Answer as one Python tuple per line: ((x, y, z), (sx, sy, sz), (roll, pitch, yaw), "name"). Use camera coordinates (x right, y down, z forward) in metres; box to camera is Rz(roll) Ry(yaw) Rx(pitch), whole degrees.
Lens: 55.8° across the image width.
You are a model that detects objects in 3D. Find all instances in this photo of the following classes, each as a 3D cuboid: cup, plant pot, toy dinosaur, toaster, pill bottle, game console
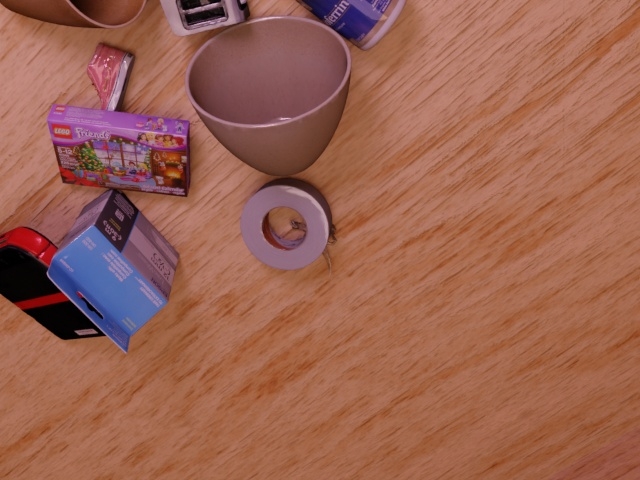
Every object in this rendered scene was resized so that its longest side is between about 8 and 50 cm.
((-0.092, -0.276, 1.280), (0.331, 0.331, 0.237), (-9, 145, 1), "cup")
((-0.501, -0.507, 1.142), (0.254, 0.237, 0.237), (2, 123, 29), "plant pot")
((0.000, 0.000, 1.564), (0.093, 0.053, 0.183), (-30, 109, 29), "toy dinosaur")
((-0.248, -0.516, 1.224), (0.186, 0.110, 0.168), (-12, 118, 3), "toaster")
((0.032, -0.519, 1.217), (0.265, 0.153, 0.153), (32, 112, -18), "pill bottle")
((-0.659, 0.119, 1.467), (0.386, 0.060, 0.342), (-12, 130, 43), "game console")

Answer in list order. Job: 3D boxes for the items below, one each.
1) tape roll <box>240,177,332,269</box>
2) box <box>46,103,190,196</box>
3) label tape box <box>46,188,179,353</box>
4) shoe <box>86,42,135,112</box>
((-0.082, -0.040, 1.487), (0.219, 0.072, 0.219), (3, 111, 9), "tape roll")
((-0.446, -0.198, 1.372), (0.293, 0.057, 0.201), (6, 141, -7), "box")
((-0.457, 0.053, 1.383), (0.115, 0.347, 0.249), (-33, 116, 8), "label tape box")
((-0.475, -0.341, 1.334), (0.081, 0.063, 0.178), (22, 112, -10), "shoe")
